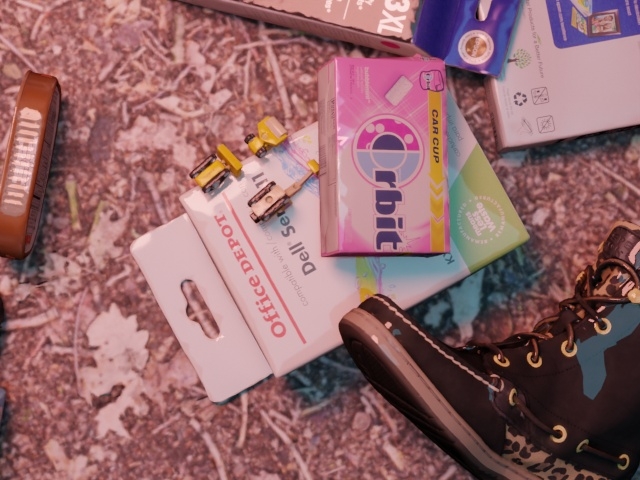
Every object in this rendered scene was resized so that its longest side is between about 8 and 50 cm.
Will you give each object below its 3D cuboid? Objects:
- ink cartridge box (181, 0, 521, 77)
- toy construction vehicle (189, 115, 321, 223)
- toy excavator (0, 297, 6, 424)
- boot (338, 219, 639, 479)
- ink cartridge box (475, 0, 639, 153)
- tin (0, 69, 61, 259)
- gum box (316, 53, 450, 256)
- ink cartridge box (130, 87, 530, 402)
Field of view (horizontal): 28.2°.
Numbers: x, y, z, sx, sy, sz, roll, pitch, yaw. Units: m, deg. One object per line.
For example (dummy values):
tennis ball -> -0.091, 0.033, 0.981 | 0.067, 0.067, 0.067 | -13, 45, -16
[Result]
ink cartridge box -> 0.023, -0.294, 1.282 | 0.371, 0.069, 0.175 | 15, 87, 7
toy construction vehicle -> -0.059, -0.062, 1.198 | 0.098, 0.035, 0.086 | -43, 75, -7
toy excavator -> -0.409, 0.254, 1.221 | 0.433, 0.222, 0.445 | 13, 100, 0
boot -> 0.220, 0.099, 1.225 | 0.377, 0.138, 0.284 | 42, 83, -23
ink cartridge box -> 0.332, -0.200, 1.318 | 0.333, 0.065, 0.165 | -10, 87, -1
tin -> -0.291, -0.074, 1.268 | 0.040, 0.106, 0.189 | 10, 87, -2
gum box -> 0.057, -0.079, 1.173 | 0.107, 0.062, 0.188 | 0, 85, -17
ink cartridge box -> 0.000, 0.000, 1.268 | 0.353, 0.119, 0.207 | -29, 88, -3
